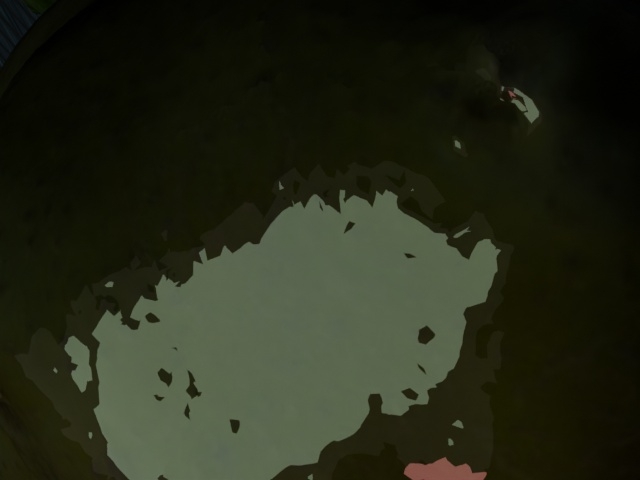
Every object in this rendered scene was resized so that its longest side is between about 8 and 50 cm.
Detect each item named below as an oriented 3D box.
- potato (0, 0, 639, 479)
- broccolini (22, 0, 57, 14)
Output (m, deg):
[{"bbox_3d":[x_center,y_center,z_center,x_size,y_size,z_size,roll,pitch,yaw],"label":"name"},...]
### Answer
[{"bbox_3d":[0.002,0.003,0.506,0.202,0.218,0.351,28,155,-14],"label":"potato"},{"bbox_3d":[-0.160,-0.134,0.968,0.392,0.074,0.079,37,156,47],"label":"broccolini"}]
